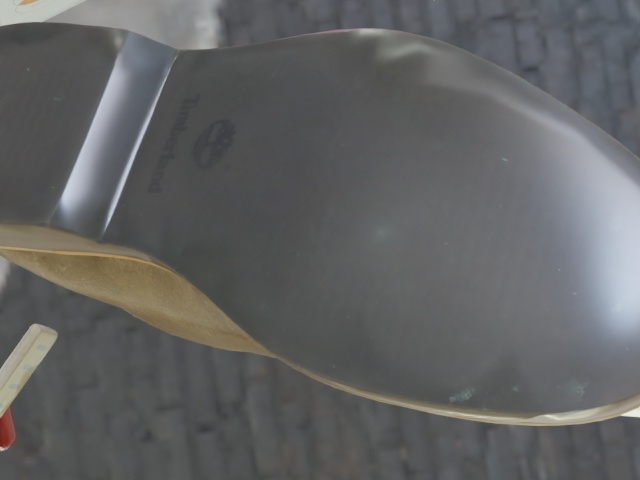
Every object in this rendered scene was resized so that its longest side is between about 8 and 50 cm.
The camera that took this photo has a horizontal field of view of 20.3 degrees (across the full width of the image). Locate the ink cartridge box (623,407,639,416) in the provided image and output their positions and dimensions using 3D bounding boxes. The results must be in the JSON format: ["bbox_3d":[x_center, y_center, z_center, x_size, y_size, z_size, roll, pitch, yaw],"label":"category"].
[{"bbox_3d":[0.186,0.036,1.385,0.060,0.275,0.239,-89,6,-47],"label":"ink cartridge box"}]

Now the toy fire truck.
[{"bbox_3d":[-0.366,0.171,1.847,0.217,0.246,0.158,-34,-66,-75],"label":"toy fire truck"}]

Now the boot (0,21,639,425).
[{"bbox_3d":[0.000,0.000,0.604,0.115,0.305,0.112,47,-115,-50],"label":"boot"}]

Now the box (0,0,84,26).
[{"bbox_3d":[-0.198,-0.309,1.357,0.168,0.215,0.345,61,171,4],"label":"box"}]
